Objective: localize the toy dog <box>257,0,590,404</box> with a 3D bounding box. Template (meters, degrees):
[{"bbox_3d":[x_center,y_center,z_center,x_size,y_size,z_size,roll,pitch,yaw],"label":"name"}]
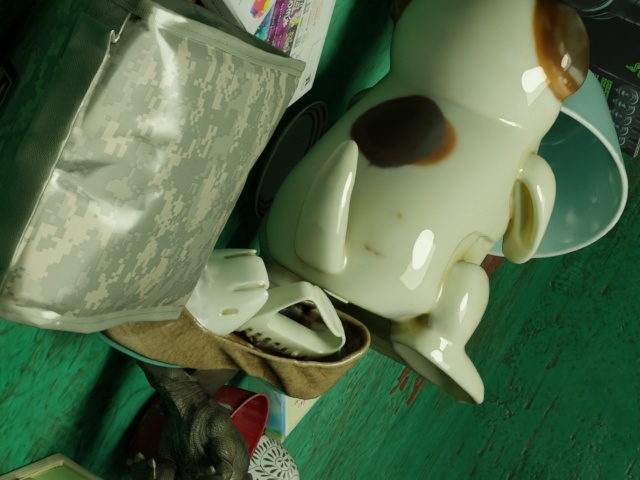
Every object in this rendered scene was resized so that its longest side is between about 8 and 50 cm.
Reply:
[{"bbox_3d":[0.104,-0.102,1.806,0.408,0.284,0.395,-59,145,-11],"label":"toy dog"}]

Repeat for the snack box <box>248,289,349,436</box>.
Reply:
[{"bbox_3d":[0.025,0.067,2.091,0.322,0.060,0.187,-48,153,-35],"label":"snack box"}]

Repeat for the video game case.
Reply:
[{"bbox_3d":[-0.047,-0.202,1.546,0.210,0.042,0.232,-42,154,-50],"label":"video game case"}]

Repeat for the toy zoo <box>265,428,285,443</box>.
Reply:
[{"bbox_3d":[-0.007,0.119,2.231,0.192,0.030,0.293,-52,161,-30],"label":"toy zoo"}]

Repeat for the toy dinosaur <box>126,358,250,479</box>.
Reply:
[{"bbox_3d":[-0.108,0.234,1.681,0.160,0.121,0.314,-54,134,-60],"label":"toy dinosaur"}]

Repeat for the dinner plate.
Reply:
[{"bbox_3d":[-0.035,-0.087,1.826,0.141,0.017,0.141,-52,162,-25],"label":"dinner plate"}]

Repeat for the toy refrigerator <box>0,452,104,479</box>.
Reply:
[{"bbox_3d":[-0.273,0.271,1.543,0.094,0.102,0.269,-65,163,14],"label":"toy refrigerator"}]

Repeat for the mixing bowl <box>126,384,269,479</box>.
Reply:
[{"bbox_3d":[-0.144,0.220,1.860,0.181,0.098,0.181,-53,163,-24],"label":"mixing bowl"}]

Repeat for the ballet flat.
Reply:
[{"bbox_3d":[-0.070,0.069,1.604,0.124,0.116,0.342,-31,145,27],"label":"ballet flat"}]

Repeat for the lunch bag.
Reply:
[{"bbox_3d":[-0.155,-0.067,1.218,0.235,0.169,0.287,-63,168,6],"label":"lunch bag"}]

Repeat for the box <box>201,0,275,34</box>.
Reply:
[{"bbox_3d":[-0.062,-0.265,1.329,0.145,0.038,0.186,-58,149,-11],"label":"box"}]

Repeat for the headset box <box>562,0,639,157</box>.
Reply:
[{"bbox_3d":[0.373,-0.276,2.276,0.246,0.283,0.131,-50,161,-31],"label":"headset box"}]

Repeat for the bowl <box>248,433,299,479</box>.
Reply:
[{"bbox_3d":[-0.075,0.351,2.325,0.170,0.080,0.170,-53,161,-27],"label":"bowl"}]

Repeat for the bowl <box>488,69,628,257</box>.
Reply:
[{"bbox_3d":[0.238,-0.136,2.160,0.311,0.311,0.163,97,7,-52],"label":"bowl"}]
